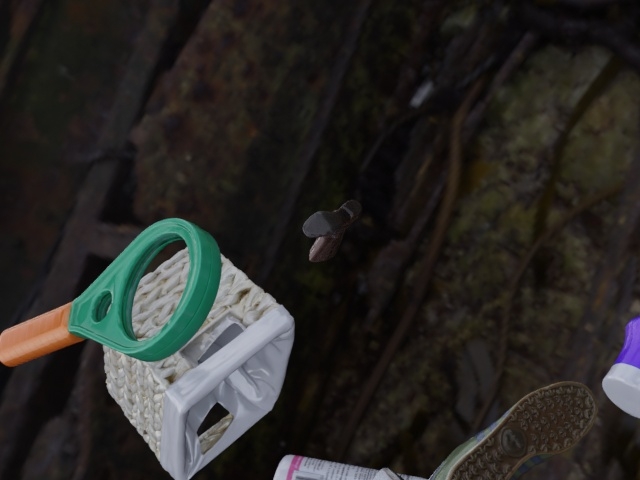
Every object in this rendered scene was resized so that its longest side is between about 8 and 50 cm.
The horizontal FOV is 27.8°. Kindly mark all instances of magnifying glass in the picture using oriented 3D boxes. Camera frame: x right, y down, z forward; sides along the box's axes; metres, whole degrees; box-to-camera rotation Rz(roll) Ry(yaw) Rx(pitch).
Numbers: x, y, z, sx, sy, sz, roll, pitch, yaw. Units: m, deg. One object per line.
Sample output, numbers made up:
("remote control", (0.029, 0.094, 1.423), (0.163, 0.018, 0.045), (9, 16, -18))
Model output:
("magnifying glass", (-0.147, 0.049, 0.871), (0.231, 0.026, 0.092), (-20, 55, 41))

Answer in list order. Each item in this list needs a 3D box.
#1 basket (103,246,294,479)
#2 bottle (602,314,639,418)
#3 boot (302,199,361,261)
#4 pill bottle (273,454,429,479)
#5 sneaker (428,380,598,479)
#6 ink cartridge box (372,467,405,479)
("basket", (-0.098, 0.093, 0.992), (0.113, 0.103, 0.167), (-38, -19, -25))
("bottle", (0.402, 0.065, 1.371), (0.283, 0.092, 0.118), (-48, -9, -23))
("boot", (0.000, 0.000, 1.775), (0.037, 0.106, 0.114), (54, 142, 17))
("pill bottle", (0.073, 0.395, 1.776), (0.160, 0.283, 0.160), (9, -90, -83))
("sneaker", (0.175, 0.200, 1.246), (0.192, 0.064, 0.086), (-31, -5, -28))
("ink cartridge box", (0.004, 0.378, 1.027), (0.371, 0.176, 0.069), (-50, 17, -2))
